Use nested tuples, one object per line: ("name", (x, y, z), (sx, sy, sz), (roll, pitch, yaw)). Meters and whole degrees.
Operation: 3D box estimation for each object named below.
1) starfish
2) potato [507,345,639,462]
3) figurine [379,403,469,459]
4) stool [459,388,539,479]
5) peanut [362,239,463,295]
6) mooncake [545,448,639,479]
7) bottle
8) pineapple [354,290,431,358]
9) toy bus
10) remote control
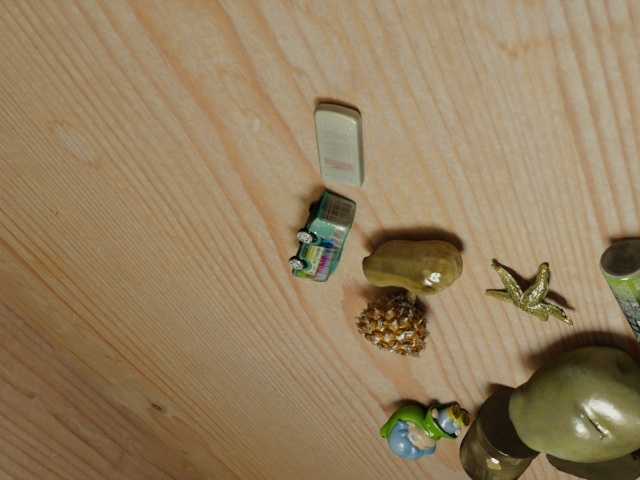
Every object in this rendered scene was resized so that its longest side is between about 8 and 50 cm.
("starfish", (0.413, 0.114, 1.566), (0.176, 0.053, 0.208), (-2, 134, 51))
("potato", (0.568, 0.356, 1.636), (0.243, 0.221, 0.326), (23, 139, -16))
("figurine", (0.296, 0.531, 2.164), (0.162, 0.143, 0.263), (35, 130, -29))
("stool", (0.469, 0.516, 1.972), (0.179, 0.179, 0.264), (20, 148, 9))
("peanut", (0.183, 0.057, 1.575), (0.236, 0.110, 0.120), (-5, 150, 41))
("mooncake", (0.671, 0.498, 1.865), (0.228, 0.124, 0.228), (13, 144, 10))
("bottle", (0.610, 0.135, 1.408), (0.093, 0.093, 0.330), (-6, 136, 39))
("pineapple", (0.180, 0.172, 1.750), (0.176, 0.137, 0.161), (26, -169, 1))
("toy bus", (0.000, 0.000, 1.642), (0.109, 0.091, 0.262), (18, 149, -1))
("remote control", (0.036, -0.175, 1.416), (0.087, 0.029, 0.190), (14, 146, 17))
